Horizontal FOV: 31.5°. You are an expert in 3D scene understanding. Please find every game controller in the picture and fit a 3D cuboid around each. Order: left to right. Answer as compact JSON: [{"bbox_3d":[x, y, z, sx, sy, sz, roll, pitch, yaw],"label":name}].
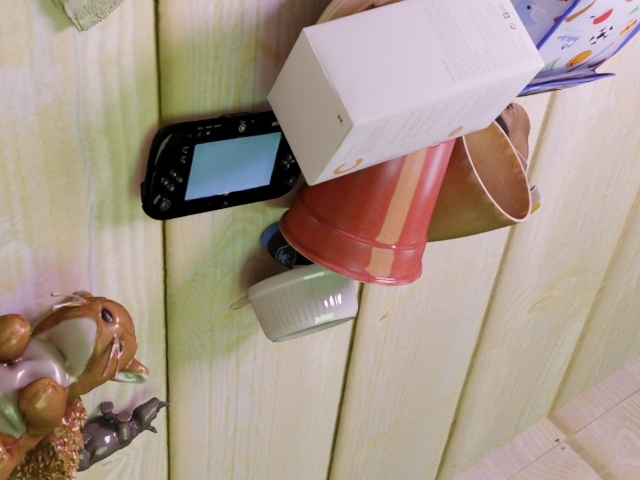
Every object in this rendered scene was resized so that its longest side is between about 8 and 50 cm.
[{"bbox_3d":[-0.147,-0.126,1.823,0.319,0.067,0.166,-14,139,-41],"label":"game controller"}]

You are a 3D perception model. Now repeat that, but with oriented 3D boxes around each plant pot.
[{"bbox_3d":[0.098,-0.103,1.976,0.272,0.272,0.265,-6,125,-46],"label":"plant pot"},{"bbox_3d":[0.231,-0.094,2.156,0.254,0.237,0.237,-27,160,31],"label":"plant pot"}]

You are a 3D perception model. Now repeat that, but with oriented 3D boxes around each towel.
[{"bbox_3d":[-0.273,-0.339,1.448,0.148,0.027,0.110,-41,151,-4],"label":"towel"}]

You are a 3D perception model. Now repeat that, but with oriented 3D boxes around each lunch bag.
[{"bbox_3d":[0.402,-0.387,2.004,0.328,0.239,0.385,-16,156,-40],"label":"lunch bag"}]

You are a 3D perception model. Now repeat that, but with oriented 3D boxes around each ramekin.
[{"bbox_3d":[-0.027,0.116,2.132,0.207,0.109,0.207,-17,171,-3],"label":"ramekin"}]

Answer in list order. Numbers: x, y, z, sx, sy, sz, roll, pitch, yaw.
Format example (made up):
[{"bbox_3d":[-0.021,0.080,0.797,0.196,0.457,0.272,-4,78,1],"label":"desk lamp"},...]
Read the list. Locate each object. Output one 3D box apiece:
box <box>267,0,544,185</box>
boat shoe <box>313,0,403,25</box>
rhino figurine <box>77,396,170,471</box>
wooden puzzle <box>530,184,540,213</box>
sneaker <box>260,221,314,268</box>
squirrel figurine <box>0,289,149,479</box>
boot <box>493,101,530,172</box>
[{"bbox_3d":[0.125,-0.243,1.738,0.345,0.168,0.215,-20,166,-24],"label":"box"},{"bbox_3d":[0.107,-0.379,1.750,0.302,0.098,0.109,-42,179,-10],"label":"boat shoe"},{"bbox_3d":[-0.386,0.354,2.127,0.243,0.073,0.106,-23,140,-34],"label":"rhino figurine"},{"bbox_3d":[0.488,-0.091,2.676,0.078,0.014,0.116,-43,150,-10],"label":"wooden puzzle"},{"bbox_3d":[0.000,0.000,2.129,0.232,0.090,0.081,-17,140,-37],"label":"sneaker"},{"bbox_3d":[-0.463,0.236,1.768,0.370,0.281,0.397,-36,165,-33],"label":"squirrel figurine"},{"bbox_3d":[0.349,-0.243,2.272,0.305,0.112,0.115,45,61,-55],"label":"boot"}]
